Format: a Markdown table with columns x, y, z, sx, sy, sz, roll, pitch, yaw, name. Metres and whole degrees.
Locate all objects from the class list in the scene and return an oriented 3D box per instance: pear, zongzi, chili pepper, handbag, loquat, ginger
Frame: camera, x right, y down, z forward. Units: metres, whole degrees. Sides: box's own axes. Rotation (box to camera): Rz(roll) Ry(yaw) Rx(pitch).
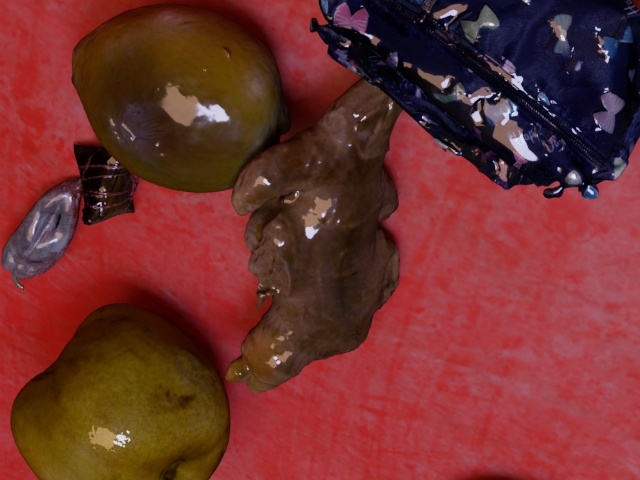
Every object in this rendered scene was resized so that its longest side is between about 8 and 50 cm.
| x | y | z | sx | sy | sz | roll | pitch | yaw | name |
| --- | --- | --- | --- | --- | --- | --- | --- | --- | --- |
| -0.180 | 0.164 | 1.044 | 0.200 | 0.200 | 0.199 | 9 | 117 | 18 | pear |
| -0.192 | -0.065 | 1.021 | 0.073 | 0.067 | 0.083 | -25 | 86 | 37 | zongzi |
| -0.272 | -0.005 | 1.088 | 0.050 | 0.041 | 0.153 | 17 | 131 | -37 | chili pepper |
| 0.122 | -0.145 | 0.801 | 0.260 | 0.113 | 0.162 | 38 | 88 | 2 | handbag |
| -0.119 | -0.119 | 0.911 | 0.195 | 0.152 | 0.152 | 18 | 120 | 4 | loquat |
| 0.000 | 0.002 | 0.926 | 0.080 | 0.166 | 0.333 | 51 | 140 | 41 | ginger |
